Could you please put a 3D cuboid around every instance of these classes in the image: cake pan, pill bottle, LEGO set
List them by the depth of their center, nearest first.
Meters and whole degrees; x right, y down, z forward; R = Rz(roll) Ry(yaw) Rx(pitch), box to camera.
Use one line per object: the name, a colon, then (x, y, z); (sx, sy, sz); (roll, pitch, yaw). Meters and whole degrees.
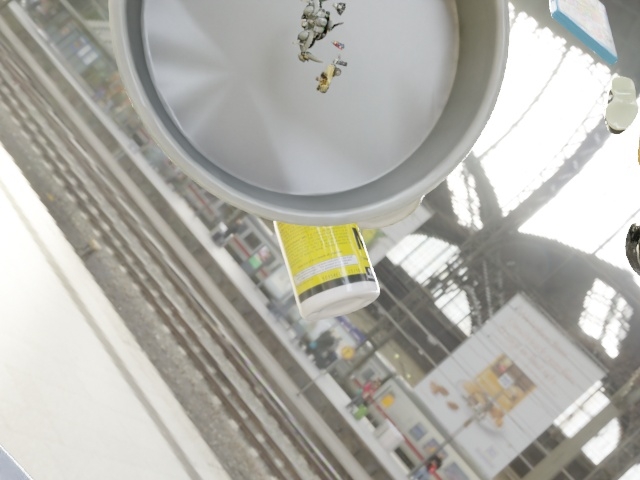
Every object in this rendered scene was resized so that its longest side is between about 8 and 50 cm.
LEGO set: (-0.003, -0.141, 0.488); (0.024, 0.054, 0.083); (13, 33, -28)
cake pan: (-0.004, -0.157, 0.529); (0.293, 0.293, 0.054); (50, -9, -12)
pill bottle: (0.000, 0.000, 1.030); (0.119, 0.119, 0.208); (64, 8, -72)

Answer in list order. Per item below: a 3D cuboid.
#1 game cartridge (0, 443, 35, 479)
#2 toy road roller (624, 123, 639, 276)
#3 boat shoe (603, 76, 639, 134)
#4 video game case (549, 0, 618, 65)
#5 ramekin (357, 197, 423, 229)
game cartridge: (-0.475, 0.378, 0.874); (0.198, 0.062, 0.297); (58, 32, -25)
toy road roller: (0.436, -0.077, 0.656); (0.202, 0.241, 0.329); (-49, 139, -83)
boat shoe: (0.477, -0.208, 1.138); (0.049, 0.133, 0.042); (11, -43, 13)
video game case: (0.380, -0.335, 1.044); (0.119, 0.015, 0.166); (32, 42, -17)
ramekin: (0.097, -0.111, 1.319); (0.207, 0.207, 0.109); (56, 20, -53)
